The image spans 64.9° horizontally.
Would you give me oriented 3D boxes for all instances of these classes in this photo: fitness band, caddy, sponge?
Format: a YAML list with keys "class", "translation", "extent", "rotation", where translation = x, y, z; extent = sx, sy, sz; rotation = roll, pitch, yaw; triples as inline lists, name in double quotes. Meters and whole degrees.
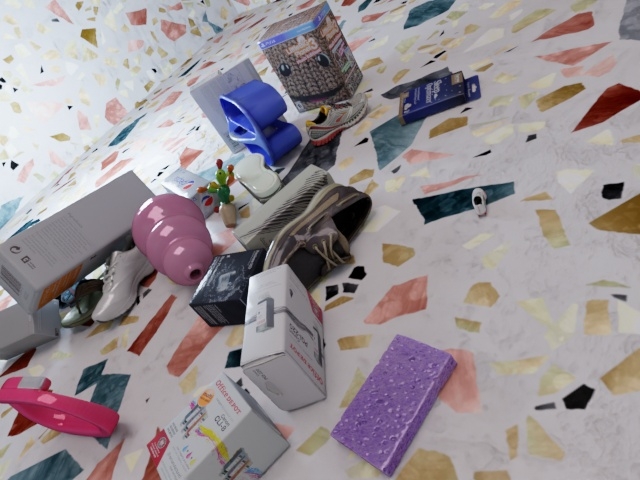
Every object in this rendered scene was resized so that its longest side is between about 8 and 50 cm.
- class: "fitness band"
  translation: [-0.565, 0.363, 1.079]
  extent: [0.291, 0.209, 0.054]
  rotation: [-9, 45, 32]
- class: "caddy"
  translation: [-0.214, -0.379, 1.646]
  extent: [0.179, 0.241, 0.341]
  rotation: [-36, 34, -10]
- class: "sponge"
  translation: [0.118, 0.255, 0.809]
  extent: [0.117, 0.031, 0.210]
  rotation: [13, 57, 47]

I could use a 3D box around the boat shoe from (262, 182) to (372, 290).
- class: "boat shoe"
  translation: [0.000, 0.000, 1.119]
  extent: [0.130, 0.132, 0.355]
  rotation: [4, 51, 42]

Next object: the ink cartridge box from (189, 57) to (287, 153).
- class: "ink cartridge box"
  translation: [-0.289, -0.481, 1.793]
  extent: [0.239, 0.275, 0.060]
  rotation: [-29, 35, 7]

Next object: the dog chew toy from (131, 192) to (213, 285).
- class: "dog chew toy"
  translation: [-0.392, 0.007, 1.383]
  extent: [0.206, 0.206, 0.332]
  rotation: [-39, 44, -6]

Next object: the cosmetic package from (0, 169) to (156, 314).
- class: "cosmetic package"
  translation: [-0.715, -0.003, 1.515]
  extent: [0.453, 0.161, 0.230]
  rotation: [-46, 5, -41]

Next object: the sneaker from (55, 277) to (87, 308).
- class: "sneaker"
  translation: [-0.864, 0.165, 1.650]
  extent: [0.262, 0.104, 0.125]
  rotation: [-2, 48, 38]

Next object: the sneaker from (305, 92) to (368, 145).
- class: "sneaker"
  translation: [0.052, -0.392, 1.571]
  extent: [0.225, 0.093, 0.088]
  rotation: [-38, 35, -7]

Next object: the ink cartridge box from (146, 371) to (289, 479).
- class: "ink cartridge box"
  translation: [-0.171, 0.345, 0.853]
  extent: [0.176, 0.127, 0.128]
  rotation: [-43, 36, -14]

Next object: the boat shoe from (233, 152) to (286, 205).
- class: "boat shoe"
  translation: [-0.178, -0.177, 1.505]
  extent: [0.109, 0.091, 0.305]
  rotation: [-38, 35, -3]

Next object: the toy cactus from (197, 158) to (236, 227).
- class: "toy cactus"
  translation: [-0.293, -0.125, 1.491]
  extent: [0.112, 0.219, 0.180]
  rotation: [-8, 69, -23]

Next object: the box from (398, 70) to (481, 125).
- class: "box"
  translation: [0.331, -0.407, 1.414]
  extent: [0.225, 0.036, 0.136]
  rotation: [-14, 40, 25]

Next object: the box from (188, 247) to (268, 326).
- class: "box"
  translation: [-0.197, 0.110, 1.181]
  extent: [0.158, 0.093, 0.156]
  rotation: [-9, 42, 30]

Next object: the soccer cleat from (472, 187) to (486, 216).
- class: "soccer cleat"
  translation: [0.326, -0.086, 1.037]
  extent: [0.029, 0.035, 0.083]
  rotation: [-15, 40, 25]

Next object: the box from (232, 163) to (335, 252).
- class: "box"
  translation: [-0.077, -0.061, 1.271]
  extent: [0.275, 0.113, 0.094]
  rotation: [-43, 37, -10]

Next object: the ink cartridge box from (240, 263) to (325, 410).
- class: "ink cartridge box"
  translation: [-0.065, 0.177, 0.937]
  extent: [0.092, 0.158, 0.218]
  rotation: [-22, 37, 17]

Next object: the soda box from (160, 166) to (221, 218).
- class: "soda box"
  translation: [-0.437, -0.164, 1.699]
  extent: [0.098, 0.091, 0.286]
  rotation: [-44, 36, -15]

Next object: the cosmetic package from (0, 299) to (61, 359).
- class: "cosmetic package"
  translation: [-0.918, 0.270, 1.536]
  extent: [0.238, 0.107, 0.127]
  rotation: [-26, 66, 17]

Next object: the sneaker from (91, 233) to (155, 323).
- class: "sneaker"
  translation: [-0.587, 0.108, 1.469]
  extent: [0.111, 0.129, 0.297]
  rotation: [-9, 43, 29]

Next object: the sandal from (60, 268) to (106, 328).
- class: "sandal"
  translation: [-0.704, 0.142, 1.557]
  extent: [0.120, 0.086, 0.303]
  rotation: [-6, 44, 34]

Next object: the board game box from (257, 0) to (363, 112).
- class: "board game box"
  translation: [-0.029, -0.622, 1.735]
  extent: [0.232, 0.291, 0.141]
  rotation: [-7, 43, 35]
